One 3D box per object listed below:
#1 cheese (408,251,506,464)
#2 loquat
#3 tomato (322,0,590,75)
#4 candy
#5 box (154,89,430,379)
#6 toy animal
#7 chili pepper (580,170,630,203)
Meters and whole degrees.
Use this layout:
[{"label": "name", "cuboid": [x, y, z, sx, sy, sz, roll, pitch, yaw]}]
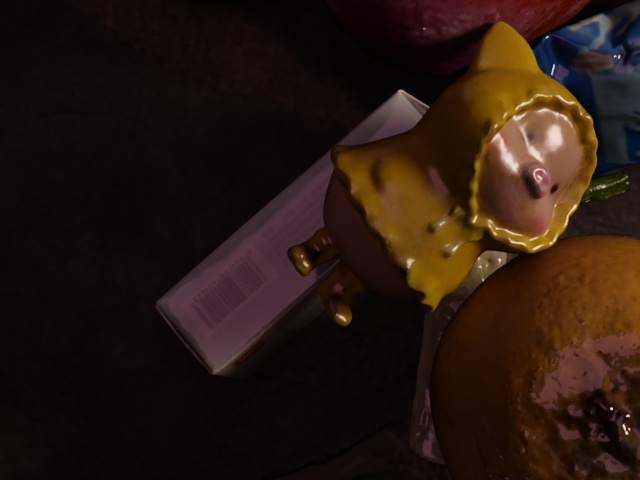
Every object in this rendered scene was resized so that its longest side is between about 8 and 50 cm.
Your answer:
[{"label": "cheese", "cuboid": [0.114, 0.088, 1.140, 0.064, 0.043, 0.194, 8, 81, 13]}, {"label": "loquat", "cuboid": [0.209, 0.124, 1.007, 0.263, 0.263, 0.263, -2, 80, 10]}, {"label": "tomato", "cuboid": [0.137, -0.228, 1.057, 0.289, 0.335, 0.176, -16, 97, 25]}, {"label": "candy", "cuboid": [0.319, -0.148, 1.080, 0.331, 0.187, 0.077, -20, 53, 9]}, {"label": "box", "cuboid": [0.000, 0.000, 1.132, 0.269, 0.135, 0.079, -41, 79, 2]}, {"label": "toy animal", "cuboid": [0.085, -0.033, 0.989, 0.229, 0.156, 0.156, -34, 76, 0]}, {"label": "chili pepper", "cuboid": [0.217, -0.036, 1.151, 0.083, 0.027, 0.022, -24, 73, 7]}]
